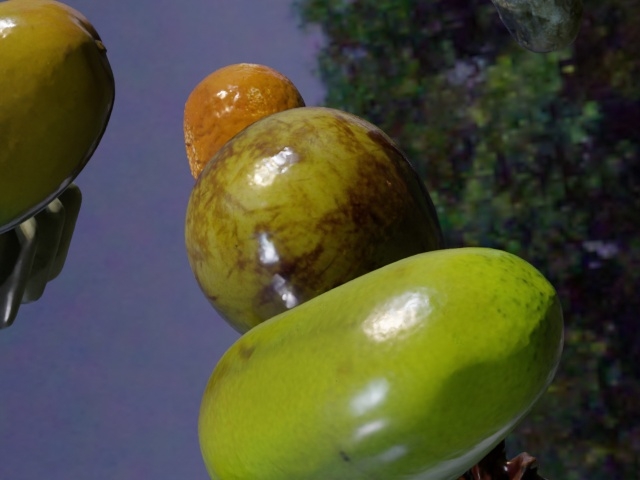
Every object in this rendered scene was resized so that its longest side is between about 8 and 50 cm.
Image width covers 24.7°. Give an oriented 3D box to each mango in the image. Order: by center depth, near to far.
[{"bbox_3d":[0.016,0.054,0.534,0.117,0.163,0.089,-14,-108,-22],"label":"mango"},{"bbox_3d":[-0.221,-0.074,0.967,0.130,0.194,0.092,53,180,-25],"label":"mango"}]

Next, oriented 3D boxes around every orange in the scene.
[{"bbox_3d":[-0.087,-0.123,1.740,0.177,0.155,0.178,-15,-90,-89],"label":"orange"}]

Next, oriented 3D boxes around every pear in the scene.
[{"bbox_3d":[0.000,0.000,1.510,0.283,0.283,0.284,13,-105,-55],"label":"pear"}]

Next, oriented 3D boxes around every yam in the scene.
[{"bbox_3d":[0.219,-0.369,1.710,0.133,0.133,0.330,-52,-56,-46],"label":"yam"}]

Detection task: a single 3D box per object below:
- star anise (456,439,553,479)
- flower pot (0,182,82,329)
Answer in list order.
[{"bbox_3d":[0.197,0.293,1.544,0.099,0.214,0.220,-44,-65,-42],"label":"star anise"},{"bbox_3d":[-0.420,-0.048,1.350,0.254,0.367,0.164,-56,-10,-64],"label":"flower pot"}]
